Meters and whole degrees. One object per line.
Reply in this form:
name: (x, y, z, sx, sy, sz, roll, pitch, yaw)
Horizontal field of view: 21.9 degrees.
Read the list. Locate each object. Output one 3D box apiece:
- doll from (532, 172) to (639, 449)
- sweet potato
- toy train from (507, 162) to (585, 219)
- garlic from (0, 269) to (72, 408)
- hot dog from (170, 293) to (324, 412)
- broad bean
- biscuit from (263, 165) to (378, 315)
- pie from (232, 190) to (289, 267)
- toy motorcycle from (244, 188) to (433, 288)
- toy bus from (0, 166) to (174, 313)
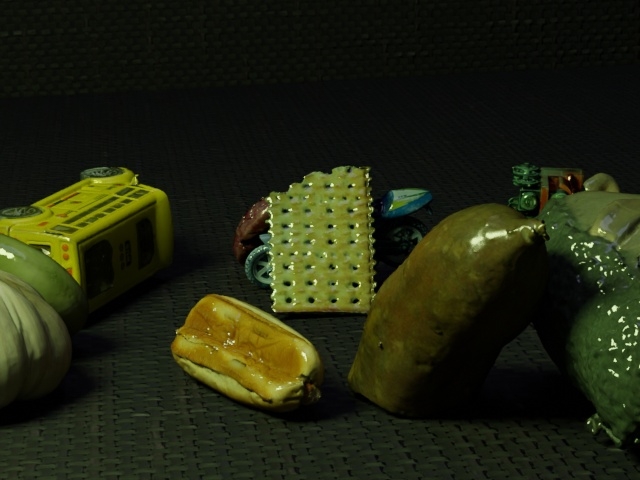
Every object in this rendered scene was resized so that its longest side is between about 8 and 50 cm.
doll: (0.331, 0.067, 1.656, 0.247, 0.247, 0.349, -2, 25, 1)
sweet potato: (0.137, 0.062, 1.673, 0.158, 0.369, 0.158, 12, 48, -13)
toy train: (0.346, -0.073, 2.529, 0.118, 0.074, 0.176, 3, 13, 5)
garlic: (-0.384, 0.104, 1.776, 0.228, 0.152, 0.228, 3, 18, -1)
hot dog: (-0.076, 0.125, 1.788, 0.249, 0.102, 0.076, 19, -16, 50)
broad bean: (-0.389, 0.050, 1.947, 0.263, 0.189, 0.121, 1, 48, 25)
biscuit: (0.000, 0.000, 2.082, 0.144, 0.203, 0.016, -1, -21, -7)
pie: (-0.050, -0.014, 2.234, 0.153, 0.153, 0.038, -11, 51, -33)
toy motorcycle: (0.023, -0.010, 2.158, 0.254, 0.135, 0.092, -9, 31, -3)
toy bus: (-0.297, 0.002, 2.175, 0.152, 0.144, 0.330, 4, 17, 21)
